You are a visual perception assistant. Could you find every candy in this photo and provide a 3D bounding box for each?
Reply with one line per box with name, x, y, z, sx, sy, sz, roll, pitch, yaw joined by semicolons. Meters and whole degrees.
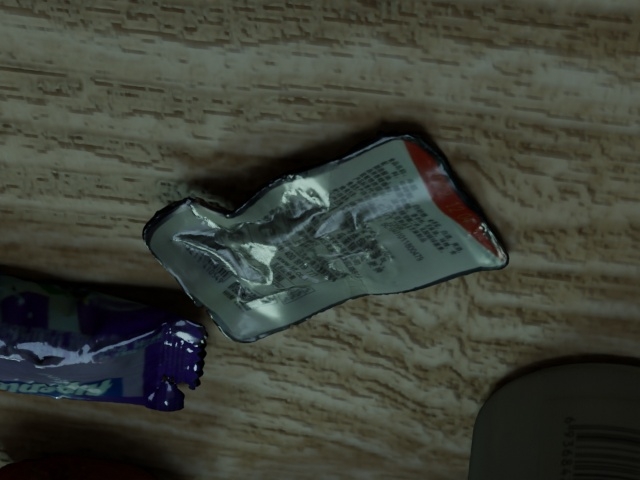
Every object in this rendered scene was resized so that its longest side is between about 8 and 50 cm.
candy;-0.224;0.077;1.512;0.275;0.070;0.145;8;149;-6

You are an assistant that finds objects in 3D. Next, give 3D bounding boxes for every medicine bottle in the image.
medicine bottle;0.201;0.281;1.458;0.208;0.340;0.208;6;143;5

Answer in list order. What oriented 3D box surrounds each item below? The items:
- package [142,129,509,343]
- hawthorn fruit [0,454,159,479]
package;0.000;0.000;1.393;0.232;0.040;0.166;-20;137;22
hawthorn fruit;-0.241;0.261;1.663;0.243;0.207;0.207;35;137;-11
